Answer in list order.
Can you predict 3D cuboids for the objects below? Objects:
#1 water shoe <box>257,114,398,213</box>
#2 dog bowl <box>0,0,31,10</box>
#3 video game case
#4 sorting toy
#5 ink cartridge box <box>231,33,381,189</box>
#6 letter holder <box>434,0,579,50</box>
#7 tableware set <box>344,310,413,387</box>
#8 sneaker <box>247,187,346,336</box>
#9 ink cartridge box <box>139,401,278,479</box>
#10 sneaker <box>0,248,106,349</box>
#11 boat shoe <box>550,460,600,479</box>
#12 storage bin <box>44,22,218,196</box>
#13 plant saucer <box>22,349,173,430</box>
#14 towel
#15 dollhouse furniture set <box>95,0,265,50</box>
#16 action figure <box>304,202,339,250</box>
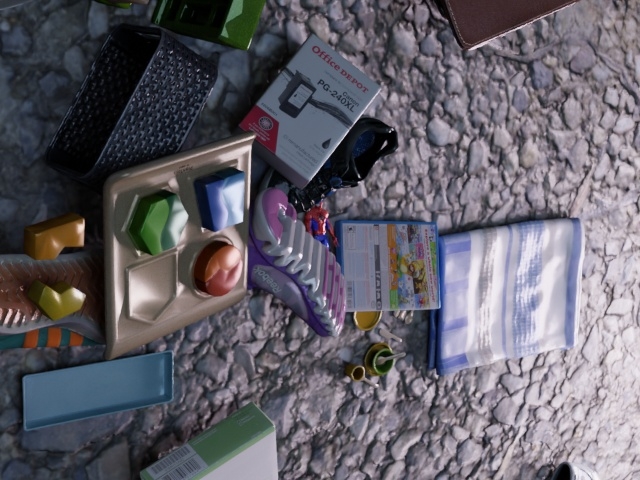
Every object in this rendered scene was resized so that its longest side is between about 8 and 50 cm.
[{"bbox_3d":[0.009,-0.090,1.580,0.203,0.080,0.073,-41,122,-21],"label":"water shoe"},{"bbox_3d":[-0.340,-0.390,1.180,0.348,0.102,0.349,-14,125,-21],"label":"dog bowl"},{"bbox_3d":[0.091,0.034,1.696,0.166,0.015,0.119,1,86,-36],"label":"video game case"},{"bbox_3d":[-0.178,0.019,1.354,0.307,0.041,0.229,-23,129,-45],"label":"sorting toy"},{"bbox_3d":[-0.016,-0.155,1.530,0.109,0.063,0.150,38,77,-4],"label":"ink cartridge box"},{"bbox_3d":[0.173,-0.409,1.578,0.214,0.152,0.302,-28,116,-26],"label":"letter holder"},{"bbox_3d":[0.081,0.121,1.723,0.104,0.024,0.154,31,83,-37],"label":"tableware set"},{"bbox_3d":[-0.050,0.036,1.565,0.236,0.104,0.095,54,29,-38],"label":"sneaker"},{"bbox_3d":[-0.130,0.331,1.606,0.171,0.056,0.235,-31,142,-26],"label":"ink cartridge box"},{"bbox_3d":[-0.303,0.065,1.391,0.302,0.121,0.108,11,73,-55],"label":"sneaker"},{"bbox_3d":[0.358,0.449,1.983,0.081,0.079,0.227,28,78,-31],"label":"boat shoe"},{"bbox_3d":[-0.205,-0.135,1.386,0.084,0.122,0.180,30,83,-37],"label":"storage bin"},{"bbox_3d":[-0.259,0.172,1.492,0.192,0.018,0.067,-7,106,-34],"label":"plant saucer"},{"bbox_3d":[0.274,0.078,1.847,0.285,0.034,0.209,-7,105,-35],"label":"towel"},{"bbox_3d":[-0.141,-0.382,1.352,0.197,0.151,0.301,20,89,-38],"label":"dollhouse furniture set"},{"bbox_3d":[0.000,0.000,1.632,0.038,0.030,0.115,-14,107,-28],"label":"action figure"}]
